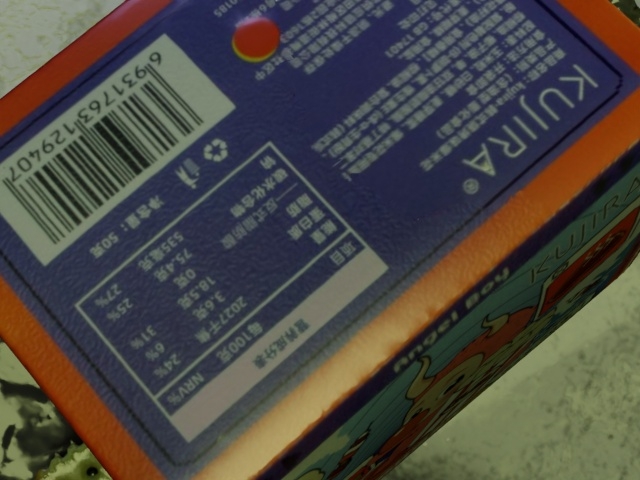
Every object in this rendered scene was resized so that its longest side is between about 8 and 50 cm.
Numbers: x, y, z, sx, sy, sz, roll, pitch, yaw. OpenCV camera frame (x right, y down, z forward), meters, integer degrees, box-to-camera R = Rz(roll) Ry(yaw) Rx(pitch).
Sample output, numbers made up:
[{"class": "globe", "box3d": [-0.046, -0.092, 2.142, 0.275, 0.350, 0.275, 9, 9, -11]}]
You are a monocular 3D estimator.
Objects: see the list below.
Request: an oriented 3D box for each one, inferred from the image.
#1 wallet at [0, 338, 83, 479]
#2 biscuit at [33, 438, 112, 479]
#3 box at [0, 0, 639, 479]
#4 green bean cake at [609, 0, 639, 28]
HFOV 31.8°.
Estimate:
[{"class": "wallet", "box3d": [-0.221, 0.150, 0.874, 0.378, 0.051, 0.197, -3, 96, -4]}, {"class": "biscuit", "box3d": [-0.087, 0.161, 0.852, 0.231, 0.016, 0.139, -34, 102, -6]}, {"class": "box", "box3d": [0.000, 0.000, 0.692, 0.349, 0.318, 0.257, -40, 72, -10]}, {"class": "green bean cake", "box3d": [0.163, -0.137, 0.817, 0.094, 0.173, 0.181, -43, 98, -1]}]
